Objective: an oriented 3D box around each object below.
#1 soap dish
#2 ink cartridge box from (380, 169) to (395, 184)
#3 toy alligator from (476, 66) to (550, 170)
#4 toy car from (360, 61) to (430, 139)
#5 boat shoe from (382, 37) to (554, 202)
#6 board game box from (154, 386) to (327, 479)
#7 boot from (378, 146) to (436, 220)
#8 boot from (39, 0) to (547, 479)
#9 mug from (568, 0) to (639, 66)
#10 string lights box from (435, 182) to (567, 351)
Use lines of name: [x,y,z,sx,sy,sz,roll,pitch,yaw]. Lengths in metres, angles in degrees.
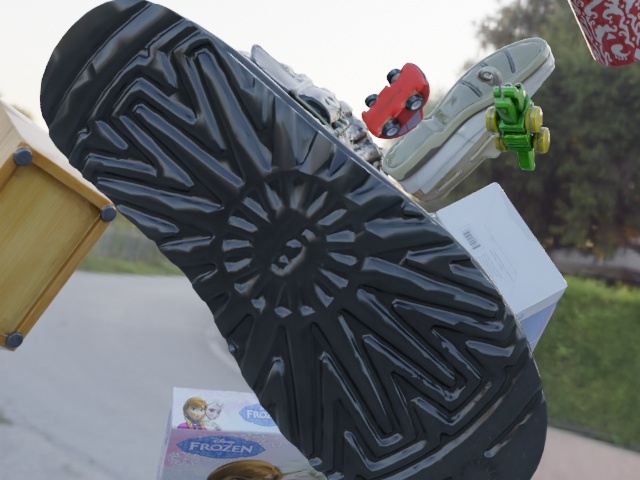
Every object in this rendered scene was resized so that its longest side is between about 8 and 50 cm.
soap dish: [-0.417,-0.006,1.220,0.118,0.291,0.229,32,-7,41]
ink cartridge box: [-0.054,-0.042,1.367,0.198,0.273,0.115,41,-5,-36]
toy alligator: [0.211,-0.145,1.017,0.056,0.051,0.189,4,-27,30]
toy car: [0.029,-0.113,1.188,0.225,0.239,0.053,17,-2,42]
boat shoe: [0.238,-0.179,1.421,0.103,0.302,0.113,41,21,-28]
board game box: [-0.073,0.332,1.341,0.319,0.066,0.318,5,-43,-12]
boot: [0.110,-0.066,1.739,0.377,0.284,0.138,-8,-45,12]
boot: [0.002,-0.004,0.591,0.348,0.131,0.260,51,7,4]
mug: [0.377,-0.330,1.210,0.113,0.150,0.169,-9,-47,31]
string lights box: [0.185,0.058,1.038,0.077,0.133,0.259,-27,-21,-7]
